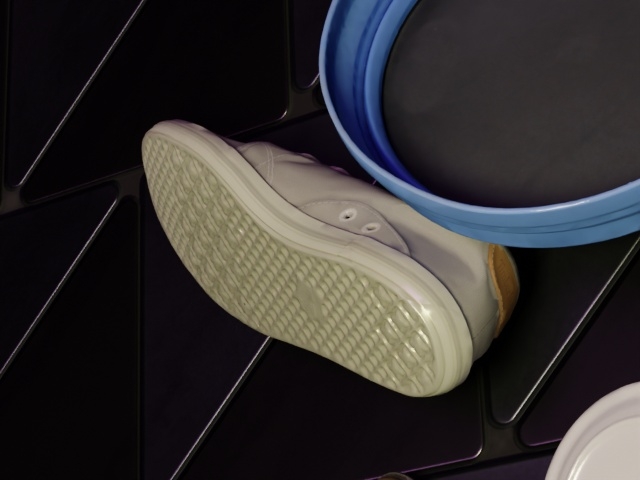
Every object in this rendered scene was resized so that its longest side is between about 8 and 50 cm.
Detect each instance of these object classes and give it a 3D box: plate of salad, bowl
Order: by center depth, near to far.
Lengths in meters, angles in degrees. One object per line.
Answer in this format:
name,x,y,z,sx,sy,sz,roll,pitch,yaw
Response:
plate of salad,0.245,0.201,1.350,0.199,0.048,0.200,-15,67,41
bowl,0.193,-0.162,1.442,0.391,0.077,0.391,-13,52,17

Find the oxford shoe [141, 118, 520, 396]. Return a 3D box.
oxford shoe,0.000,0.000,1.562,0.130,0.169,0.449,-30,35,-28

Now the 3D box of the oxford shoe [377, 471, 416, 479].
oxford shoe,0.033,0.287,1.438,0.082,0.096,0.227,0,71,37
